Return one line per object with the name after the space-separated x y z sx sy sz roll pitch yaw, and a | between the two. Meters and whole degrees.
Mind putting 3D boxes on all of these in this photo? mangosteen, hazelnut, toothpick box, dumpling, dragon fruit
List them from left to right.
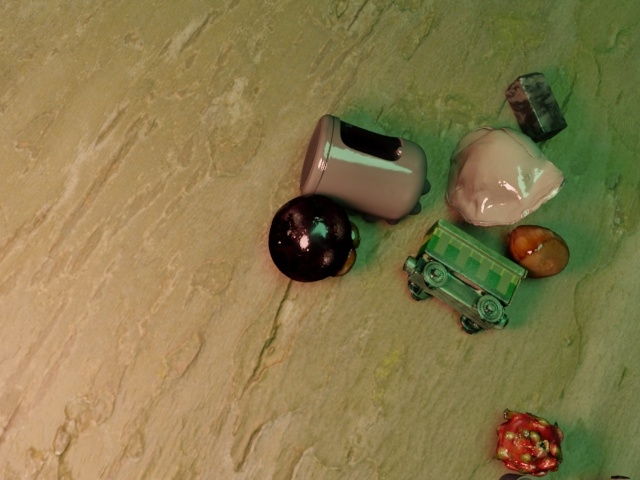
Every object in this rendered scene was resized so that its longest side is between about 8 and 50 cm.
0.000 0.000 1.777 0.250 0.211 0.211 11 68 -42 | mangosteen
0.120 -0.158 1.845 0.316 0.229 0.229 16 71 -11 | toothpick box
0.441 -0.162 1.906 0.260 0.181 0.341 -41 63 3 | dumpling
0.491 0.473 1.761 0.160 0.172 0.166 -35 84 -21 | dragon fruit
0.560 0.020 1.933 0.150 0.150 0.150 4 73 -13 | hazelnut

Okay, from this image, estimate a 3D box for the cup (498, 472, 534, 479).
0.456 0.592 1.766 0.100 0.077 0.078 -13 77 -17 | cup

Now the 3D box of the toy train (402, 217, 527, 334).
0.354 0.093 1.870 0.300 0.120 0.202 31 65 -3 | toy train

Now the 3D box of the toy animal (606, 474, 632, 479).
0.733 0.689 1.739 0.266 0.212 0.212 42 68 -3 | toy animal

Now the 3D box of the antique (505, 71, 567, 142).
0.596 -0.372 2.086 0.086 0.088 0.183 -17 79 -19 | antique
